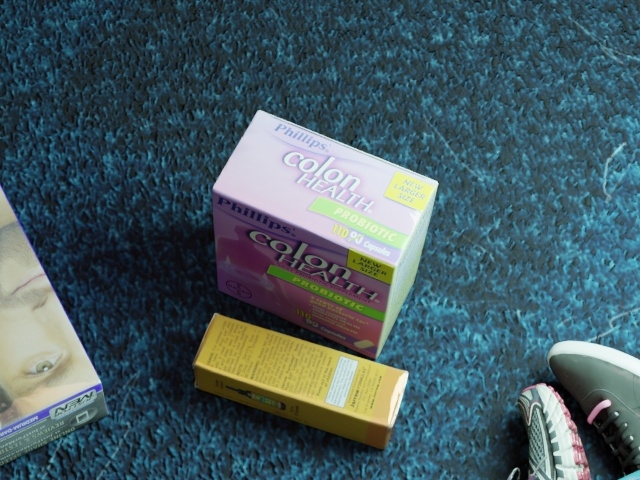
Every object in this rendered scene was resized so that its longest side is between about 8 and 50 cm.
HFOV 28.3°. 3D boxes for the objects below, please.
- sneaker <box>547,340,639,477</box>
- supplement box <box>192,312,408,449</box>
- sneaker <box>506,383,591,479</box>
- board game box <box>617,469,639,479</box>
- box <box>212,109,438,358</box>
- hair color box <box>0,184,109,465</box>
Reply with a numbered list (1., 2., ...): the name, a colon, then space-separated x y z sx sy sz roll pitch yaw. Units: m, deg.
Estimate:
1. sneaker: 0.349 0.238 1.390 0.296 0.104 0.147 39 61 12
2. supplement box: -0.024 0.159 1.433 0.233 0.078 0.080 15 61 5
3. sneaker: 0.235 0.292 1.353 0.112 0.121 0.299 -10 54 15
4. board game box: 0.437 0.325 1.282 0.336 0.079 0.253 -18 82 -25
5. box: 0.000 0.000 1.428 0.214 0.243 0.117 23 62 9
6. hair color box: -0.396 0.082 1.441 0.185 0.110 0.338 -25 67 -17
